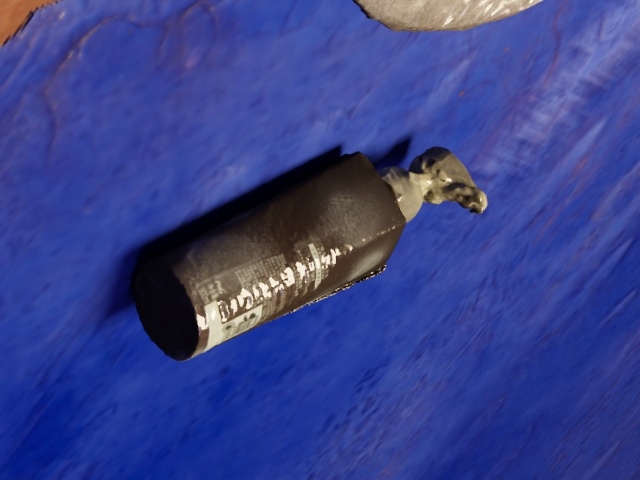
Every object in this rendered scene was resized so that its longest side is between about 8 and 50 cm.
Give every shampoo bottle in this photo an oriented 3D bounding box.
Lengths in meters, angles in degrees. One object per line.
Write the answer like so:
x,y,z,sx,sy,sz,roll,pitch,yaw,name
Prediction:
-0.001,0.000,1.036,0.207,0.063,0.057,-27,159,-34,shampoo bottle

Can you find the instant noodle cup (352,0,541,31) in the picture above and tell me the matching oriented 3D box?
0.022,-0.207,0.586,0.217,0.207,0.217,-34,152,-21,instant noodle cup
